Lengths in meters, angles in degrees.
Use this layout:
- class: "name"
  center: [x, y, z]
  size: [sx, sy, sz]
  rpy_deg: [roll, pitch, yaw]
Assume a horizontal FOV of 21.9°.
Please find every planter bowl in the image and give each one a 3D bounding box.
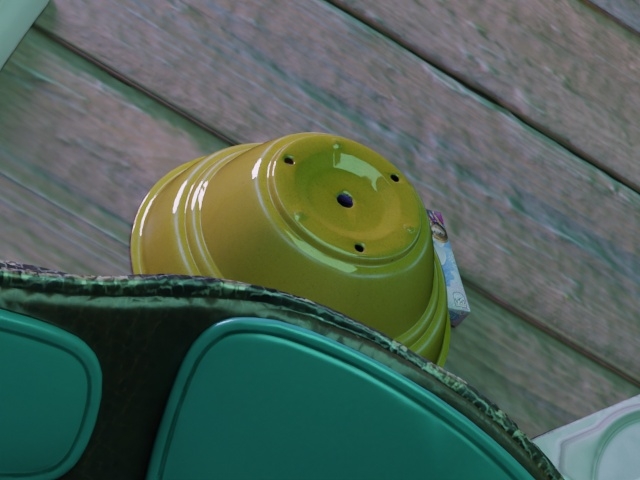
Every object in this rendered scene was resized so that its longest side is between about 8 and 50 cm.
- class: "planter bowl"
  center: [0.000, 0.000, 1.015]
  size: [0.217, 0.090, 0.217]
  rpy_deg: [15, 46, -16]

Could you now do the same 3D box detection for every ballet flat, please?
- class: "ballet flat"
  center: [-0.102, 0.077, 0.824]
  size: [0.482, 0.164, 0.182]
  rpy_deg: [17, 9, -15]

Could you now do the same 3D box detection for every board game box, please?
- class: "board game box"
  center: [0.051, 0.011, 1.120]
  size: [0.090, 0.020, 0.090]
  rpy_deg: [11, 47, -29]

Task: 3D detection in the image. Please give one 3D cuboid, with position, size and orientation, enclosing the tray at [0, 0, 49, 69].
- class: "tray"
  center: [-0.304, -0.202, 1.045]
  size: [0.270, 0.030, 0.145]
  rpy_deg: [31, 40, -9]

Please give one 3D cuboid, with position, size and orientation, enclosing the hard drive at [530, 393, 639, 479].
- class: "hard drive"
  center: [0.271, 0.201, 1.073]
  size: [0.339, 0.064, 0.237]
  rpy_deg: [-12, 60, -45]
